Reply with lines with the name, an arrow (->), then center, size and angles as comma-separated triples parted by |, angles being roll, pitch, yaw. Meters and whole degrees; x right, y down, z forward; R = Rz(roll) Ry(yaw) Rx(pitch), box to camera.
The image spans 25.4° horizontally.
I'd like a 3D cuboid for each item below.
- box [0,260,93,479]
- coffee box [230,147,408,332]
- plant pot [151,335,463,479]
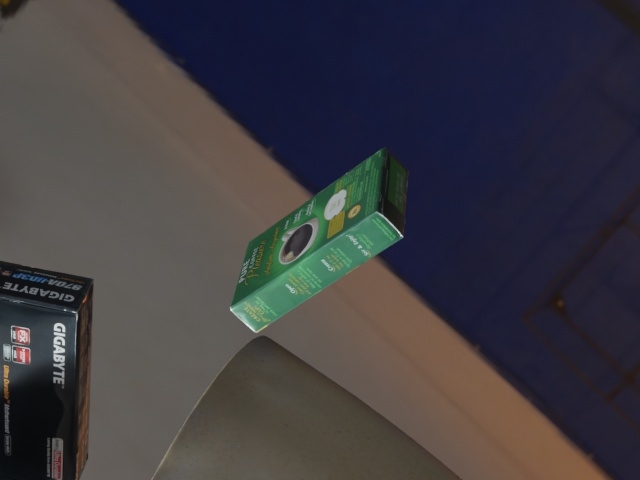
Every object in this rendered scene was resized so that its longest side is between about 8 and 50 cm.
box -> -0.290, 0.114, 1.238 | 0.175, 0.220, 0.051 | 11, -144, 3
coffee box -> 0.000, 0.000, 1.324 | 0.040, 0.184, 0.113 | 44, -152, -22
plant pot -> 0.028, 0.236, 0.917 | 0.274, 0.256, 0.256 | 25, -157, 10
